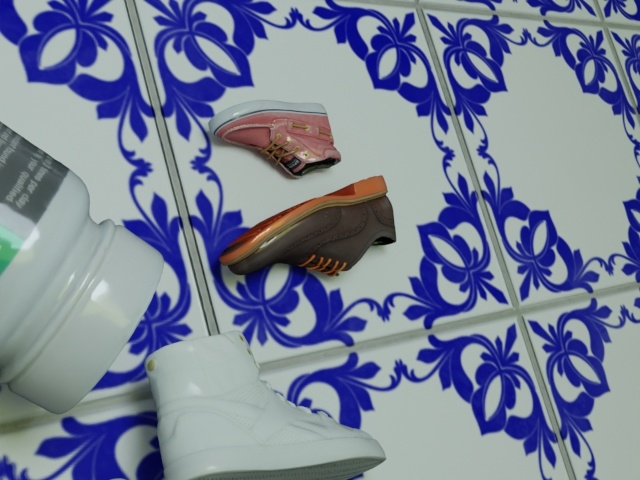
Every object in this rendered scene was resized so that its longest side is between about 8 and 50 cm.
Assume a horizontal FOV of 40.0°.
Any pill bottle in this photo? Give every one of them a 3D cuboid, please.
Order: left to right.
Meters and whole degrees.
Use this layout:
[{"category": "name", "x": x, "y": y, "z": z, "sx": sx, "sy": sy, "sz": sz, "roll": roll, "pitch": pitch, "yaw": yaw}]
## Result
[{"category": "pill bottle", "x": -0.326, "y": -0.018, "z": 0.735, "sx": 0.361, "sy": 0.204, "sz": 0.204, "roll": 36, "pitch": 54, "yaw": -19}]

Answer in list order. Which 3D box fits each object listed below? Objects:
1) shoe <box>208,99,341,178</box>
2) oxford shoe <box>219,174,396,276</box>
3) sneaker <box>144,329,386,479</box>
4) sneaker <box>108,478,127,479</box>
[{"category": "shoe", "x": -0.050, "y": -0.122, "z": 1.075, "sx": 0.178, "sy": 0.063, "sz": 0.081, "roll": -9, "pitch": 72, "yaw": -43}, {"category": "oxford shoe", "x": 0.000, "y": 0.000, "z": 1.044, "sx": 0.271, "sy": 0.097, "sz": 0.098, "roll": -23, "pitch": 92, "yaw": -40}, {"category": "sneaker", "x": -0.052, "y": 0.172, "z": 0.921, "sx": 0.292, "sy": 0.108, "sz": 0.169, "roll": 17, "pitch": 44, "yaw": -48}, {"category": "sneaker", "x": -0.177, "y": 0.307, "z": 0.782, "sx": 0.071, "sy": 0.083, "sz": 0.191, "roll": 28, "pitch": 58, "yaw": -43}]
